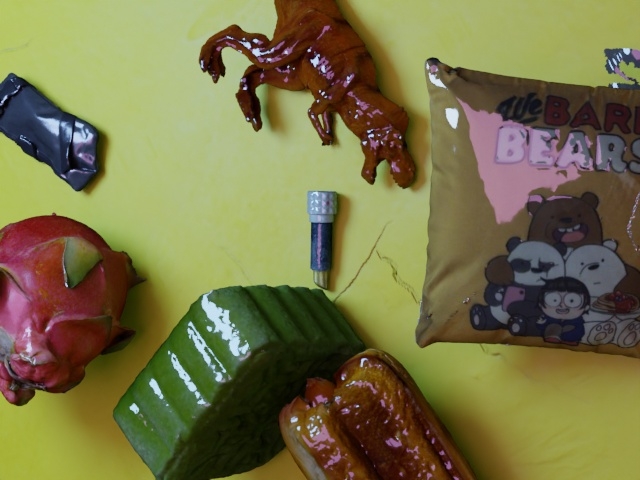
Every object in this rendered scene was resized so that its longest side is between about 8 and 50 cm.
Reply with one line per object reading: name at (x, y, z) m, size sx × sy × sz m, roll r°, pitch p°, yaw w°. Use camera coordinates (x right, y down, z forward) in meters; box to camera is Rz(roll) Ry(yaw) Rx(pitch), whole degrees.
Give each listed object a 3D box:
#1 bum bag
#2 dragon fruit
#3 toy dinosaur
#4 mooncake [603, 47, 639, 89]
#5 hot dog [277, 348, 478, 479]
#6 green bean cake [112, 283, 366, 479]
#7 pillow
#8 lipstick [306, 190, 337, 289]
bum bag at (-0.358, -0.142, 1.819) m, size 0.198 × 0.049 × 0.087 m, roll 35°, pitch 108°, yaw 21°
dragon fruit at (-0.336, 0.083, 1.707) m, size 0.224 × 0.227 × 0.224 m, roll 19°, pitch 135°, yaw 20°
toy dinosaur at (-0.035, -0.237, 1.645) m, size 0.208 × 0.097 × 0.432 m, roll -23°, pitch 83°, yaw 9°
mooncake at (0.240, -0.064, 1.542) m, size 0.150 × 0.057 × 0.347 m, roll 23°, pitch 107°, yaw 4°
hot dog at (0.099, 0.282, 1.547) m, size 0.158 × 0.117 × 0.349 m, roll -36°, pitch 90°, yaw 4°
green bean cake at (-0.091, 0.164, 1.594) m, size 0.248 × 0.222 × 0.125 m, roll -48°, pitch 63°, yaw 23°
pillow at (0.251, -0.021, 1.460) m, size 0.310 × 0.119 × 0.312 m, roll 6°, pitch 104°, yaw 11°
lipstick at (0.000, 0.000, 1.657) m, size 0.037 × 0.037 × 0.116 m, roll 5°, pitch 95°, yaw 25°
